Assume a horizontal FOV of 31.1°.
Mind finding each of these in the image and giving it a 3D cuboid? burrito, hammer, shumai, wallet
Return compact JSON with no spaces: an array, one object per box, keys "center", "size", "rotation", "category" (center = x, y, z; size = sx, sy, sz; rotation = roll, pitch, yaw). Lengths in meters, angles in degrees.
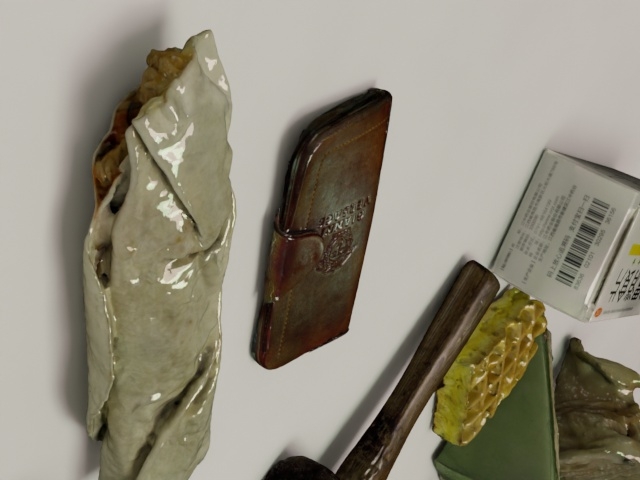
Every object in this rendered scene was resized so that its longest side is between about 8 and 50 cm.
[{"center":[-0.115,0.045,0.802],"size":[0.117,0.076,0.392],"rotation":[-32,142,-41],"category":"burrito"},{"center":[0.094,0.193,1.285],"size":[0.409,0.095,0.242],"rotation":[-55,152,-16],"category":"hammer"},{"center":[0.398,0.304,1.848],"size":[0.314,0.267,0.262],"rotation":[-41,-148,42],"category":"shumai"},{"center":[0.000,0.000,1.003],"size":[0.137,0.031,0.255],"rotation":[-30,140,-45],"category":"wallet"}]

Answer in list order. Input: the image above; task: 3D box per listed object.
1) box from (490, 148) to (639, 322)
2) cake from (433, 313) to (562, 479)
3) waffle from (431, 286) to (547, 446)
[{"center":[0.366,-0.002,1.497],"size":[0.333,0.145,0.173],"rotation":[2,112,-61],"category":"box"},{"center":[0.312,0.261,1.633],"size":[0.283,0.172,0.158],"rotation":[-54,154,-17],"category":"cake"},{"center":[0.230,0.155,1.513],"size":[0.211,0.055,0.160],"rotation":[-39,145,-38],"category":"waffle"}]
